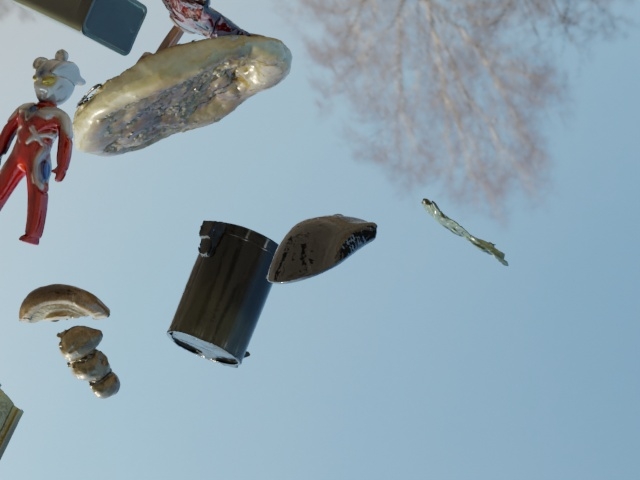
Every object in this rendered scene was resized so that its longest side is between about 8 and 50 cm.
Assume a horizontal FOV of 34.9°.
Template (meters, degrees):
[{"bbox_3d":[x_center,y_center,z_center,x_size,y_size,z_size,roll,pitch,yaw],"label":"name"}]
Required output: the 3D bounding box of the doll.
[{"bbox_3d":[-0.554,-0.189,1.982,0.188,0.099,0.384,13,-98,24],"label":"doll"}]

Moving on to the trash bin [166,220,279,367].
[{"bbox_3d":[-0.233,0.130,2.476,0.203,0.252,0.301,3,-114,45],"label":"trash bin"}]

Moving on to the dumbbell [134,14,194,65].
[{"bbox_3d":[-0.396,-0.515,2.665,0.231,0.092,0.082,-50,164,23],"label":"dumbbell"}]

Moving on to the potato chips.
[{"bbox_3d":[0.268,-0.019,1.914,0.028,0.207,0.092,-56,-161,1],"label":"potato chips"}]

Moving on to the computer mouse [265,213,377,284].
[{"bbox_3d":[0.000,0.000,1.907,0.147,0.088,0.264,-6,-166,36],"label":"computer mouse"}]

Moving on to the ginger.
[{"bbox_3d":[-0.514,0.277,2.283,0.104,0.204,0.080,-18,-147,-2],"label":"ginger"}]

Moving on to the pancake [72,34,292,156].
[{"bbox_3d":[-0.160,-0.164,1.162,0.282,0.049,0.282,-25,175,-2],"label":"pancake"}]

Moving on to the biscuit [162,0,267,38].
[{"bbox_3d":[-0.188,-0.370,1.686,0.151,0.235,0.063,31,-90,34],"label":"biscuit"}]

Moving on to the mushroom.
[{"bbox_3d":[-0.598,0.144,2.368,0.210,0.094,0.072,-4,-129,-5],"label":"mushroom"}]

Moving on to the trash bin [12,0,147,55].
[{"bbox_3d":[-0.521,-0.506,2.193,0.240,0.164,0.122,25,-88,29],"label":"trash bin"}]

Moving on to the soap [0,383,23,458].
[{"bbox_3d":[-0.536,0.340,1.558,0.037,0.092,0.252,-4,-136,21],"label":"soap"}]
